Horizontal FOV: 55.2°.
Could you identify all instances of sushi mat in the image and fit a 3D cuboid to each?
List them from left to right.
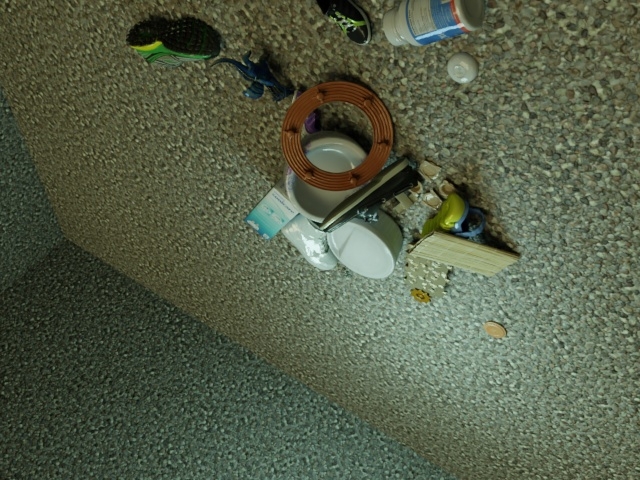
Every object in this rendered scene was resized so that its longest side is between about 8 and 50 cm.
[{"bbox_3d":[0.448,0.044,1.916,0.317,0.019,0.151,15,148,-17],"label":"sushi mat"}]

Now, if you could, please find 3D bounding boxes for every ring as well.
[{"bbox_3d":[0.050,-0.302,1.816,0.337,0.032,0.336,-1,115,-1],"label":"ring"}]

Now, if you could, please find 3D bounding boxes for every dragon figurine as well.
[{"bbox_3d":[-0.195,-0.491,1.863,0.085,0.289,0.143,-29,80,34],"label":"dragon figurine"}]

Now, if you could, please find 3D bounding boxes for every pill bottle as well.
[{"bbox_3d":[0.263,-0.532,1.447,0.222,0.124,0.124,-1,130,45],"label":"pill bottle"}]

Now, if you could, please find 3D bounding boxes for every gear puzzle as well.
[{"bbox_3d":[0.385,0.129,2.203,0.176,0.044,0.338,23,147,20],"label":"gear puzzle"}]

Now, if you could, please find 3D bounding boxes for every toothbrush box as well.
[{"bbox_3d":[-0.121,-0.155,2.179,0.126,0.216,0.295,42,146,-6],"label":"toothbrush box"}]

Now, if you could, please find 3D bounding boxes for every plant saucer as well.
[{"bbox_3d":[0.632,0.325,2.221,0.084,0.013,0.083,25,145,19],"label":"plant saucer"}]

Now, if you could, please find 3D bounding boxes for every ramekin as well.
[{"bbox_3d":[0.167,-0.004,2.166,0.273,0.127,0.272,25,145,19],"label":"ramekin"}]

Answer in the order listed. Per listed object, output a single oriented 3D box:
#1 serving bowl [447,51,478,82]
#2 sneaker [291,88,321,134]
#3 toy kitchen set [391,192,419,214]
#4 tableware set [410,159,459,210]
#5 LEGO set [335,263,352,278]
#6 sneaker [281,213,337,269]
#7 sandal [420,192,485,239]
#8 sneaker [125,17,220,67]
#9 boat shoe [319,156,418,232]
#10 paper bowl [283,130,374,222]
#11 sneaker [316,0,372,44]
[{"bbox_3d":[0.358,-0.435,1.558,0.083,0.027,0.083,25,143,20],"label":"serving bowl"},{"bbox_3d":[-0.040,-0.413,1.949,0.071,0.068,0.169,-1,141,24],"label":"sneaker"},{"bbox_3d":[0.264,-0.143,1.996,0.083,0.075,0.068,-38,108,15],"label":"toy kitchen set"},{"bbox_3d":[0.341,-0.167,1.896,0.141,0.020,0.168,38,142,-2],"label":"tableware set"},{"bbox_3d":[0.090,0.130,2.492,0.083,0.023,0.054,25,144,20],"label":"LEGO set"},{"bbox_3d":[0.000,0.000,2.348,0.169,0.108,0.292,-22,127,40],"label":"sneaker"},{"bbox_3d":[0.408,-0.027,1.923,0.138,0.126,0.317,16,155,-9],"label":"sandal"},{"bbox_3d":[-0.470,-0.647,2.034,0.344,0.134,0.146,14,165,26],"label":"sneaker"},{"bbox_3d":[0.155,-0.112,1.879,0.113,0.340,0.127,52,177,-13],"label":"boat shoe"},{"bbox_3d":[0.021,-0.210,1.965,0.284,0.284,0.148,56,-175,-25],"label":"paper bowl"},{"bbox_3d":[0.039,-0.599,1.601,0.234,0.097,0.084,50,146,-17],"label":"sneaker"}]
